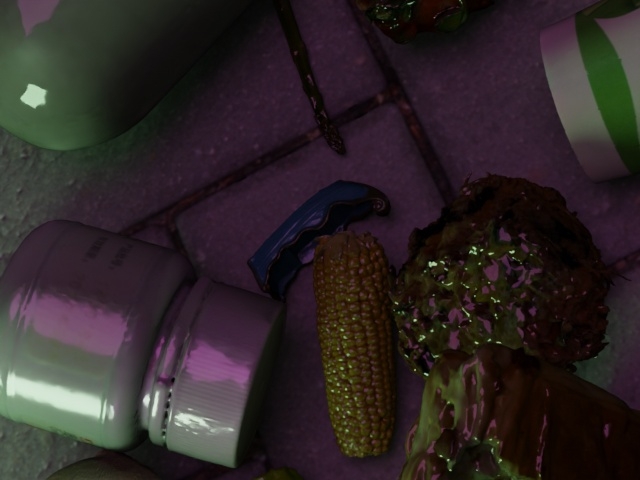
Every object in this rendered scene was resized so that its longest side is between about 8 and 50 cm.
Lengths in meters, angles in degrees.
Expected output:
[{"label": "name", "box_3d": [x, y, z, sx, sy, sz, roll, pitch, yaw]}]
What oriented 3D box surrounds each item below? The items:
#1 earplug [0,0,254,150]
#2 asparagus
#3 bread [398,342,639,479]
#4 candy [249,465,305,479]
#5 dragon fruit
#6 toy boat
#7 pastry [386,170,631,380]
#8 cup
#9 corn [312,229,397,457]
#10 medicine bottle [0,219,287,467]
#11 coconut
[{"label": "earplug", "box_3d": [-0.283, -0.306, 1.812, 0.394, 0.312, 0.312, -48, 66, 3]}, {"label": "asparagus", "box_3d": [-0.017, -0.212, 1.845, 0.024, 0.025, 0.249, -16, 68, -10]}, {"label": "bread", "box_3d": [0.218, 0.292, 1.482, 0.191, 0.370, 0.314, -8, 66, 54]}, {"label": "candy", "box_3d": [-0.030, 0.357, 1.647, 0.096, 0.097, 0.210, -28, 73, 8]}, {"label": "dragon fruit", "box_3d": [0.166, -0.338, 1.745, 0.269, 0.198, 0.200, -2, 52, 9]}, {"label": "toy boat", "box_3d": [0.000, 0.000, 1.748, 0.185, 0.075, 0.077, -44, 64, -4]}, {"label": "pastry", "box_3d": [0.191, 0.051, 1.608, 0.274, 0.193, 0.275, -5, 69, 13]}, {"label": "cup", "box_3d": [0.398, -0.190, 1.603, 0.273, 0.253, 0.253, -20, 69, 21]}, {"label": "corn", "box_3d": [0.041, 0.117, 1.679, 0.091, 0.091, 0.260, -3, 86, -4]}, {"label": "medicine bottle", "box_3d": [-0.208, 0.124, 1.676, 0.301, 0.241, 0.241, 16, 79, 7]}, {"label": "coconut", "box_3d": [-0.247, 0.333, 1.675, 0.194, 0.194, 0.194, -5, 73, 16]}]
